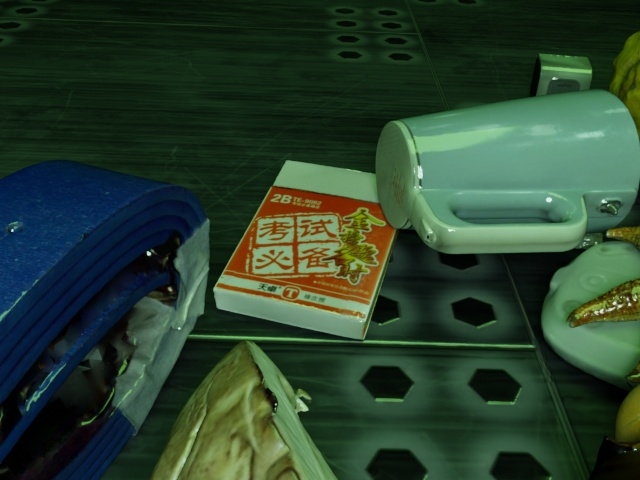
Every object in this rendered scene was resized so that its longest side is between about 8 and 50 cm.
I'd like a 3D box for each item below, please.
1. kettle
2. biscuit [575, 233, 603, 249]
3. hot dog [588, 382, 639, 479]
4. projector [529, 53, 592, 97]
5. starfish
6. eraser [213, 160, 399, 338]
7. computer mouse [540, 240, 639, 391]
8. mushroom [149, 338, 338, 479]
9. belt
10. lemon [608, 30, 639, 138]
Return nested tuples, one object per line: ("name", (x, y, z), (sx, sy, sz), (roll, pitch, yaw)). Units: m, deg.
("kettle", (0.194, -0.058, 0.755), (0.243, 0.160, 0.210), (-6, 44, -14))
("biscuit", (0.199, -0.052, 0.914), (0.290, 0.038, 0.141), (7, 33, 7))
("hot dog", (0.340, 0.141, 0.503), (0.326, 0.194, 0.107), (1, 27, 6))
("projector", (0.399, -0.261, 1.208), (0.082, 0.083, 0.083), (6, 33, 6))
("starfish", (0.330, 0.043, 0.633), (0.227, 0.043, 0.240), (-21, 31, -9))
("eraser", (0.000, 0.000, 0.791), (0.157, 0.038, 0.230), (10, 44, 13))
("computer mouse", (0.370, 0.093, 0.659), (0.331, 0.095, 0.197), (17, 44, 37))
("mushroom", (-0.050, 0.190, 0.466), (0.151, 0.156, 0.285), (-33, 38, -2))
("belt", (-0.207, 0.080, 0.525), (0.117, 0.212, 0.347), (13, 38, 17))
("lemon", (0.540, -0.178, 0.940), (0.316, 0.285, 0.285), (29, 33, -9))
